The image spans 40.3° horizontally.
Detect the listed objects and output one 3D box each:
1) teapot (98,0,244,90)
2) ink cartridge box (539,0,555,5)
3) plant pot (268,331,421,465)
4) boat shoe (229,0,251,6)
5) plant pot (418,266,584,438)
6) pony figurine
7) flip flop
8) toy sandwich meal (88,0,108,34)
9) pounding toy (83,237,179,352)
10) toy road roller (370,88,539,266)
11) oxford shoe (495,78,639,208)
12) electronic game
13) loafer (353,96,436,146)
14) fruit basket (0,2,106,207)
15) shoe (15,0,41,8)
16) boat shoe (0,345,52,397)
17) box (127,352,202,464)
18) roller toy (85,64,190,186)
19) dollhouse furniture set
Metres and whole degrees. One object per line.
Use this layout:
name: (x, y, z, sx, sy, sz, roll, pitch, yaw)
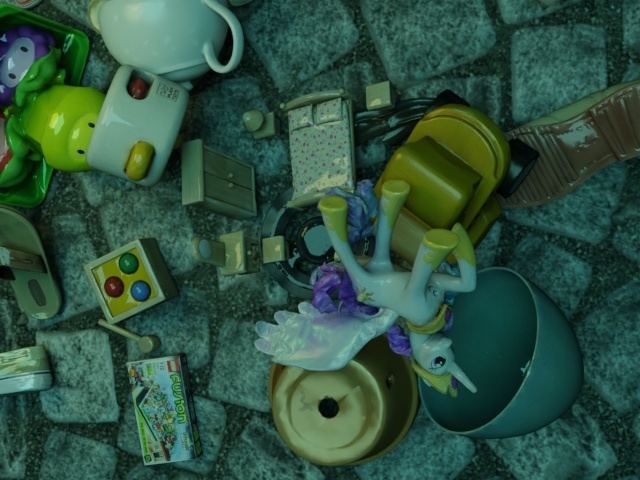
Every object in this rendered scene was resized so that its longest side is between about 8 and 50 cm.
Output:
teapot: (-0.268, -0.364, 1.591, 0.252, 0.256, 0.187, -16, 102, -2)
ink cartridge box: (0.386, -0.652, 1.509, 0.308, 0.091, 0.385, 35, 81, -5)
plant pot: (0.033, 0.281, 1.574, 0.290, 0.203, 0.291, 1, 93, 10)
boat shoe: (-0.078, -0.563, 1.606, 0.091, 0.109, 0.305, 45, 94, 6)
plant pot: (0.335, 0.215, 1.500, 0.195, 0.290, 0.290, 24, 98, -26)
pony figurine: (0.094, 0.079, 1.395, 0.350, 0.303, 0.364, 19, 136, 28)
flip flop: (-0.587, 0.049, 1.690, 0.112, 0.080, 0.277, -11, 119, 10)
toy sandwich meal: (-0.418, -0.442, 1.715, 0.085, 0.029, 0.086, 0, 96, 0)
pounding toy: (-0.375, 0.125, 1.699, 0.181, 0.094, 0.206, -25, 87, 11)
toy road roller: (0.185, -0.075, 1.459, 0.202, 0.240, 0.330, 39, 125, 14)
oxford shoe: (0.427, -0.166, 1.523, 0.396, 0.146, 0.141, -19, 103, 29)
electronic game: (0.000, 0.000, 1.644, 0.229, 0.048, 0.229, 0, 92, 5)
loafer: (0.137, -0.212, 1.599, 0.220, 0.080, 0.078, -10, 95, 21)
fruit basket: (-0.537, -0.232, 1.644, 0.391, 0.283, 0.392, -2, 86, 27)
shoe: (-0.556, -0.538, 1.708, 0.063, 0.081, 0.178, 39, 99, 7)
boat shoe: (-0.690, 0.275, 1.774, 0.302, 0.109, 0.094, -7, 76, 2)
box: (-0.308, 0.332, 1.725, 0.114, 0.036, 0.207, -10, 91, 11)
roller toy: (-0.311, -0.196, 1.520, 0.146, 0.209, 0.191, 20, 86, -14)
dollhouse furniture set: (-0.053, -0.114, 1.521, 0.355, 0.173, 0.303, -11, 75, 30)
